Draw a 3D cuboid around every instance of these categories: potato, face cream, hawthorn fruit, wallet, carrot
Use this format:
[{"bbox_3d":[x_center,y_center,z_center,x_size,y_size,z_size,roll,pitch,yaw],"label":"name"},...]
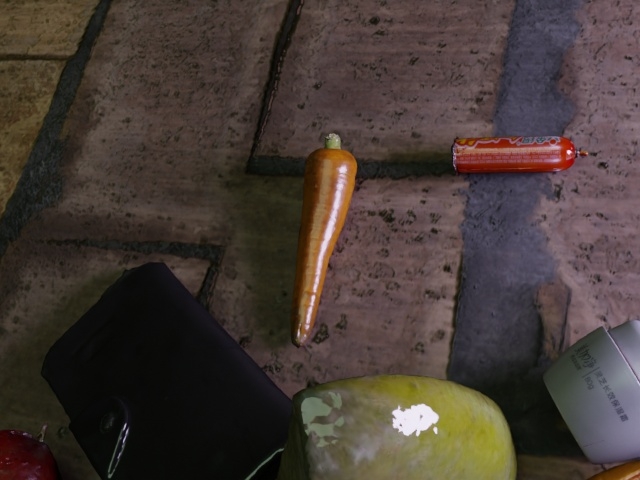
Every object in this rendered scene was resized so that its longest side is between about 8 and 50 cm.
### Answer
[{"bbox_3d":[0.037,0.212,0.734,0.270,0.255,0.112,-25,55,5],"label":"potato"},{"bbox_3d":[0.265,0.136,0.779,0.104,0.117,0.117,-30,55,12],"label":"face cream"},{"bbox_3d":[-0.327,0.268,0.908,0.148,0.148,0.172,7,52,23],"label":"hawthorn fruit"},{"bbox_3d":[-0.170,0.160,0.923,0.197,0.051,0.377,-42,41,-9],"label":"wallet"},{"bbox_3d":[0.000,0.000,0.998,0.061,0.061,0.256,2,73,21],"label":"carrot"}]

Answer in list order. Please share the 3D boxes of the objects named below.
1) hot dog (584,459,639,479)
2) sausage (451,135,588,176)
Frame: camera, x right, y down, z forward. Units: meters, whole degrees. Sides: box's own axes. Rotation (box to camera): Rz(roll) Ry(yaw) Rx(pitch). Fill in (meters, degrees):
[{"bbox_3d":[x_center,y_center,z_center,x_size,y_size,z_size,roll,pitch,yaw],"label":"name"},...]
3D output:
[{"bbox_3d":[0.232,0.258,0.752,0.236,0.062,0.092,-31,61,2],"label":"hot dog"},{"bbox_3d":[0.221,-0.095,0.969,0.146,0.050,0.048,1,67,19],"label":"sausage"}]
